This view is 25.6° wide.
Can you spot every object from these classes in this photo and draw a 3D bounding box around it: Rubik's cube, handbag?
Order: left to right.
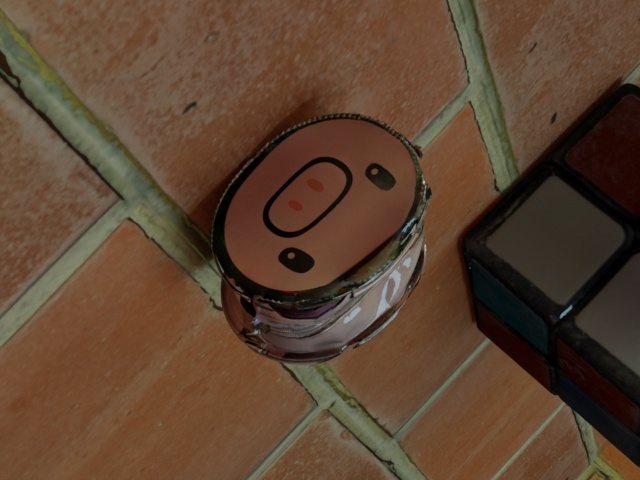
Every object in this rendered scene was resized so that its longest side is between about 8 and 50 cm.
[{"bbox_3d":[-0.001,-0.001,1.204,0.205,0.179,0.116,-44,149,-13],"label":"handbag"},{"bbox_3d":[0.400,0.051,1.788,0.316,0.313,0.318,-44,157,-10],"label":"Rubik's cube"}]
